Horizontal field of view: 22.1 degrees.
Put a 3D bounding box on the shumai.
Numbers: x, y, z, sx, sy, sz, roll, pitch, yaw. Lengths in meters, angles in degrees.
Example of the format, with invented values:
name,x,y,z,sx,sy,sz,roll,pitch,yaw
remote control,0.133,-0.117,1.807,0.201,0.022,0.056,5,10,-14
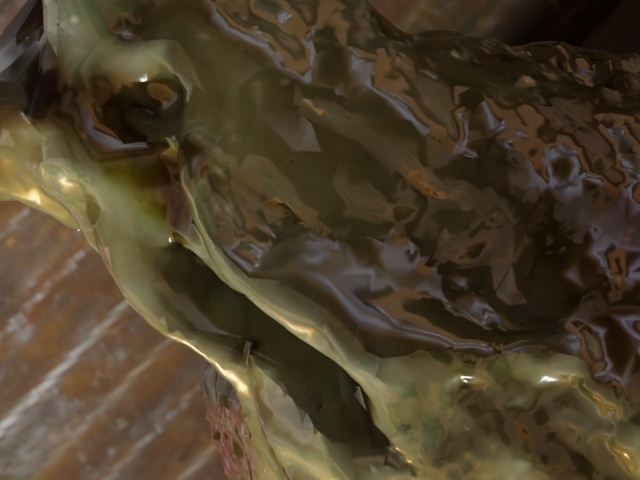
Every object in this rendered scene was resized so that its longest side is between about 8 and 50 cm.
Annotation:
name,x,y,z,sx,sy,sz,roll,pitch,yaw
shumai,0.000,0.000,0.563,0.204,0.272,0.222,26,93,-46
